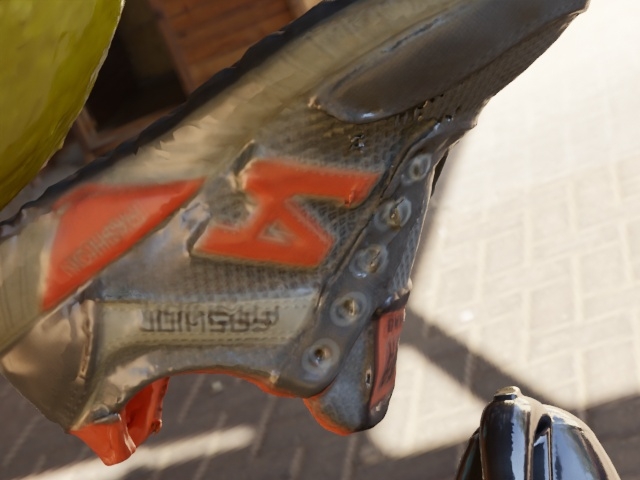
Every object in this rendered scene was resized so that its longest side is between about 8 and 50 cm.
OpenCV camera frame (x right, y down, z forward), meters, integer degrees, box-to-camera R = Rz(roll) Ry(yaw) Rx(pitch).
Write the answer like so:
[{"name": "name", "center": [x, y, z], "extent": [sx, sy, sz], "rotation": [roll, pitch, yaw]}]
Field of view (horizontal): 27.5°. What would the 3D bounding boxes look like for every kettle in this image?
[{"name": "kettle", "center": [0.193, 0.275, 1.149], "extent": [0.207, 0.290, 0.268], "rotation": [-8, -26, 15]}]

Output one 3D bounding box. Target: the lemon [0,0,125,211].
[{"name": "lemon", "center": [-0.167, -0.108, 0.375], "extent": [0.236, 0.236, 0.263], "rotation": [-37, -12, -43]}]

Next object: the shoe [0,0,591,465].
[{"name": "shoe", "center": [0.000, 0.000, 0.576], "extent": [0.336, 0.171, 0.132], "rotation": [-32, 6, 13]}]
